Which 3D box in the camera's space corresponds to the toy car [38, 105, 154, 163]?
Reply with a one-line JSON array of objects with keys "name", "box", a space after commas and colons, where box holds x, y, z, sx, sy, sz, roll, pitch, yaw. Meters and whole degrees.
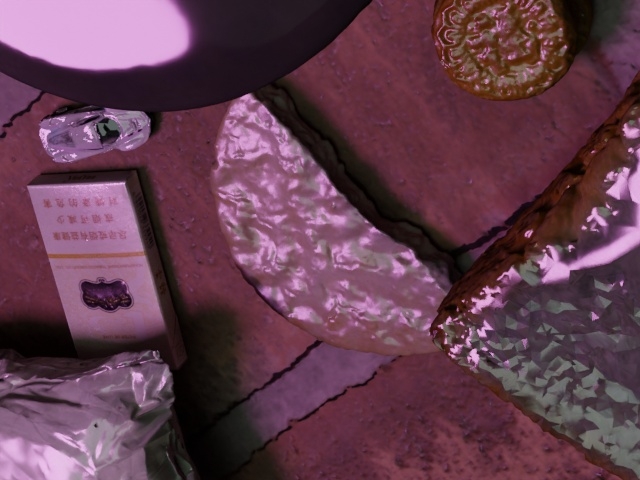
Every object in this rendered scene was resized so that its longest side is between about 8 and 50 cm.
[{"name": "toy car", "box": [-0.167, -0.083, 1.356, 0.093, 0.025, 0.041, -11, 114, 27]}]

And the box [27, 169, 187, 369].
[{"name": "box", "box": [-0.165, 0.026, 1.416, 0.090, 0.024, 0.167, -2, 117, 24]}]

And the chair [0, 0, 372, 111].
[{"name": "chair", "box": [-0.037, -0.286, 0.958, 0.362, 0.410, 0.364, -25, 106, 31]}]

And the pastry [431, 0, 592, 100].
[{"name": "pastry", "box": [0.124, -0.142, 1.186, 0.097, 0.057, 0.109, 40, 126, -5]}]

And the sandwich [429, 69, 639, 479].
[{"name": "sandwich", "box": [0.265, 0.021, 1.176, 0.262, 0.131, 0.325, 38, 123, 0]}]

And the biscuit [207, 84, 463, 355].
[{"name": "biscuit", "box": [0.001, 0.004, 1.332, 0.250, 0.032, 0.133, 44, 124, -6]}]

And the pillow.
[{"name": "pillow", "box": [-0.223, 0.205, 1.470, 0.310, 0.138, 0.283, 1, 117, 23]}]
